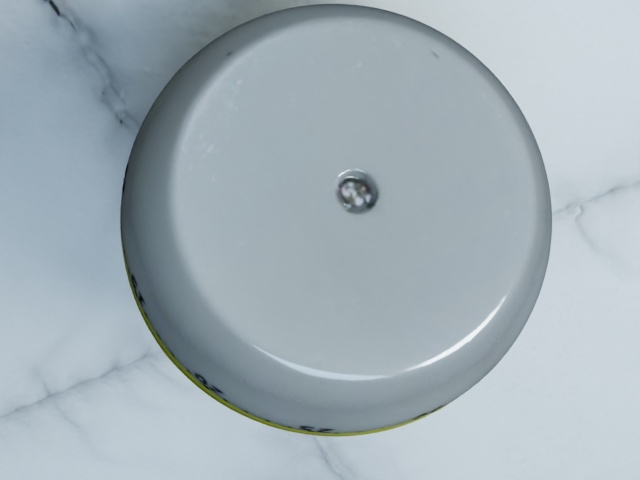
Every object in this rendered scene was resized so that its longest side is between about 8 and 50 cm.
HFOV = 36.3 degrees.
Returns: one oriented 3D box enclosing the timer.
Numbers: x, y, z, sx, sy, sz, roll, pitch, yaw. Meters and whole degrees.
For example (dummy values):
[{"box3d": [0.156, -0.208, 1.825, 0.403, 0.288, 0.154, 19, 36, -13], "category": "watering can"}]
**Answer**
[{"box3d": [0.000, 0.000, 0.655, 0.285, 0.285, 0.285, -4, 128, -6], "category": "timer"}]
